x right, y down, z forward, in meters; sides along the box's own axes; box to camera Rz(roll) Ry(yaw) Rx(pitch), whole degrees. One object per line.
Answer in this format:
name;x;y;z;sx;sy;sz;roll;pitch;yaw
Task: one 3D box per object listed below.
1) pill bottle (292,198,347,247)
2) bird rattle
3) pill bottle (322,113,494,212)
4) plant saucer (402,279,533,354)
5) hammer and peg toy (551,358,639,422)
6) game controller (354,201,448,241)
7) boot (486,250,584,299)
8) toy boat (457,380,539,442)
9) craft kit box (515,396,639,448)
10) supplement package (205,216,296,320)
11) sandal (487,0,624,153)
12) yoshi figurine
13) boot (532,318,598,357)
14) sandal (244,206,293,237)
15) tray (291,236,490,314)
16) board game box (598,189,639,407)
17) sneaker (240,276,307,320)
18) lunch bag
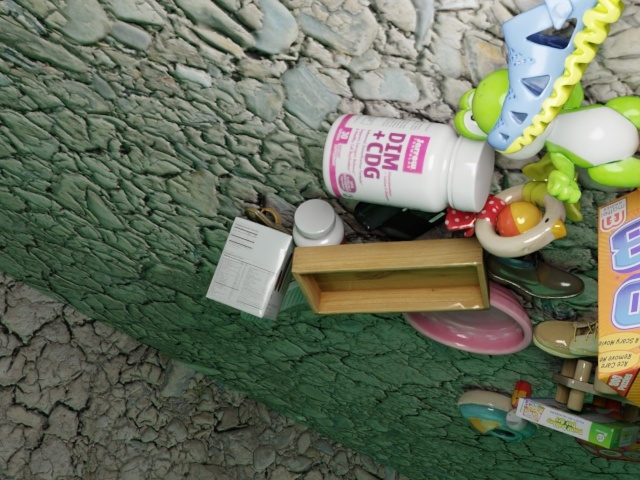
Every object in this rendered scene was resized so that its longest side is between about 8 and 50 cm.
pill bottle;0.000;0.000;1.839;0.121;0.121;0.216;11;152;15
bird rattle;0.348;-0.055;1.431;0.253;0.207;0.143;-14;127;15
pill bottle;0.160;-0.138;1.430;0.283;0.160;0.160;10;151;24
plant saucer;0.367;0.176;1.964;0.332;0.084;0.332;17;153;9
hammer and peg toy;0.733;0.385;1.951;0.265;0.128;0.361;14;176;7
game controller;0.200;-0.081;1.652;0.166;0.067;0.319;13;156;-21
boot;0.467;0.065;1.712;0.219;0.082;0.106;13;155;16
toy boat;0.568;0.546;2.449;0.267;0.148;0.318;19;153;-1
craft kit box;0.668;0.467;2.038;0.246;0.061;0.249;11;177;37
supplement package;-0.154;0.074;1.913;0.149;0.203;0.194;19;175;9
sandal;0.309;-0.269;1.085;0.138;0.126;0.317;29;114;8
yoshi figurine;0.384;-0.179;1.227;0.362;0.204;0.203;13;136;16
boot;0.642;0.208;1.845;0.261;0.095;0.203;11;152;12
sandal;-0.121;-0.052;1.905;0.072;0.049;0.180;17;172;36
tray;0.162;0.083;1.756;0.410;0.076;0.203;-2;146;16
board game box;0.710;0.103;1.283;0.356;0.357;0.356;34;141;-25
sneaker;-0.075;0.104;2.094;0.321;0.128;0.126;-19;147;14
lunch bag;0.932;0.593;2.354;0.293;0.120;0.258;-3;149;38
